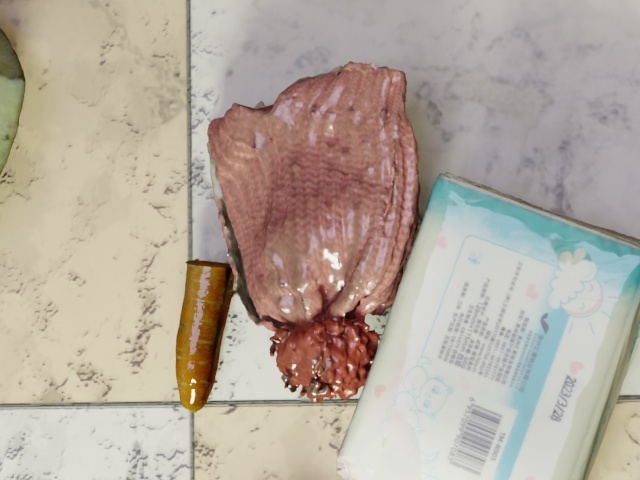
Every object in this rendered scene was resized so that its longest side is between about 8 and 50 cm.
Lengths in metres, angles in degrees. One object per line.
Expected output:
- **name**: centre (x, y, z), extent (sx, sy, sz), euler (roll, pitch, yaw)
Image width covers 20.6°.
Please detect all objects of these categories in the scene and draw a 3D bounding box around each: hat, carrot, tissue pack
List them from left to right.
- **carrot**: centre (-0.110, 0.087, 1.599), extent (0.048, 0.048, 0.139), euler (9, 90, 23)
- **hat**: centre (0.000, 0.000, 1.528), extent (0.237, 0.107, 0.286), euler (-19, 72, 44)
- **tissue pack**: centre (0.150, 0.102, 1.449), extent (0.201, 0.124, 0.271), euler (21, 92, 22)

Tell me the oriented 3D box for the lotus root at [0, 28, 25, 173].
- **lotus root**: centre (-0.401, -0.080, 1.695), extent (0.314, 0.142, 0.210), euler (-59, 31, 13)
